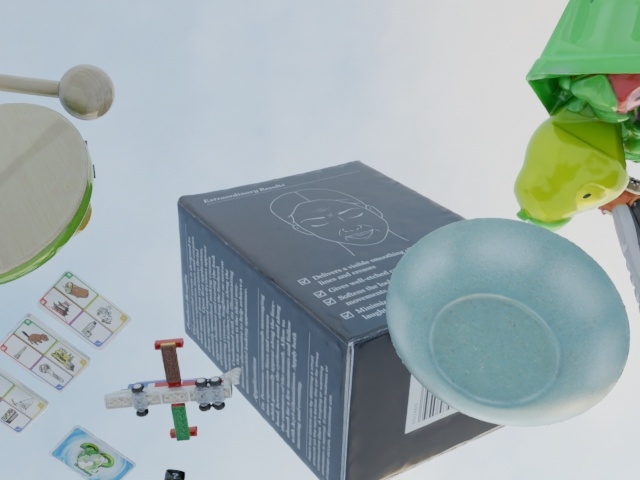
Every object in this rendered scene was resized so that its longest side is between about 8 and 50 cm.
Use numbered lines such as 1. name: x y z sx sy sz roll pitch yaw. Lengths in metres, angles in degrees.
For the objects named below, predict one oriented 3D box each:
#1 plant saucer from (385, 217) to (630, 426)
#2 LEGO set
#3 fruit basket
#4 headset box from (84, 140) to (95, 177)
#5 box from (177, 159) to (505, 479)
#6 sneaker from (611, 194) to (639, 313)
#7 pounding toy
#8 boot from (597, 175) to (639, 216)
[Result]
1. plant saucer: 0.138 0.077 0.666 0.195 0.195 0.037 60 -147 -14
2. LEGO set: -0.203 0.153 0.850 0.244 0.060 0.182 40 -74 -17
3. fruit basket: 0.482 -0.181 1.413 0.392 0.283 0.391 -15 -71 -55
4. headset box: -0.293 -0.082 0.949 0.083 0.062 0.032 6 -132 -4
5. box: 0.038 0.079 1.058 0.294 0.395 0.211 -15 -58 -30
6. sneaker: 0.569 0.065 1.288 0.124 0.180 0.321 31 -134 -67
7. pounding toy: -0.277 -0.044 0.793 0.183 0.110 0.236 -1 -120 10
8. boot: 0.521 -0.094 1.585 0.059 0.158 0.084 -7 -59 -38
